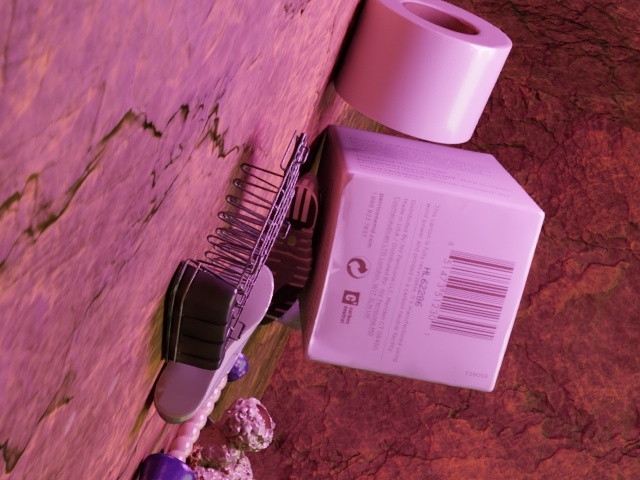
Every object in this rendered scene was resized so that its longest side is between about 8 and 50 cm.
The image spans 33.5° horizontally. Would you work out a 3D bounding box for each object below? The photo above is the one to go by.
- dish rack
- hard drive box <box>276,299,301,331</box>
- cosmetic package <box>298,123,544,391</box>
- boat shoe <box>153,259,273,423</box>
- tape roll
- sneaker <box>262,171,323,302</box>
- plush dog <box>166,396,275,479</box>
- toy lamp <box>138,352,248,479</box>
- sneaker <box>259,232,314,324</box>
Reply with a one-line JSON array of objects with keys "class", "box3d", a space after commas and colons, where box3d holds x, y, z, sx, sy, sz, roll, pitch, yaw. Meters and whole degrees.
[{"class": "dish rack", "box3d": [-0.089, 0.005, 1.207, 0.208, 0.074, 0.271, 110, 3, -60]}, {"class": "hard drive box", "box3d": [-0.027, 0.070, 2.518, 0.181, 0.089, 0.232, -61, 174, -64]}, {"class": "cosmetic package", "box3d": [0.149, 0.017, 1.849, 0.393, 0.328, 0.329, -101, -157, -73]}, {"class": "boat shoe", "box3d": [-0.135, 0.125, 1.303, 0.227, 0.079, 0.081, -59, -179, -24]}, {"class": "tape roll", "box3d": [0.162, -0.284, 1.705, 0.246, 0.246, 0.169, -60, 172, -65]}, {"class": "sneaker", "box3d": [-0.038, -0.011, 1.775, 0.132, 0.086, 0.228, -67, 176, -58]}, {"class": "plush dog", "box3d": [-0.192, 0.391, 1.672, 0.225, 0.211, 0.262, -29, 116, -62]}, {"class": "toy lamp", "box3d": [-0.179, 0.263, 1.476, 0.080, 0.080, 0.274, 110, 4, -47]}, {"class": "sneaker", "box3d": [-0.064, 0.052, 1.857, 0.094, 0.081, 0.208, 136, -21, -84]}]
